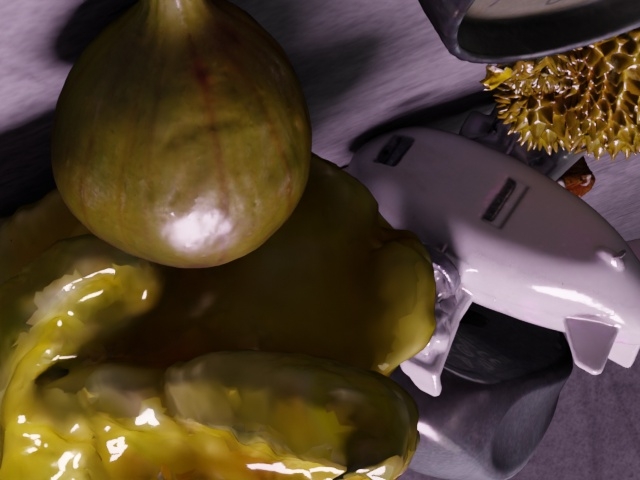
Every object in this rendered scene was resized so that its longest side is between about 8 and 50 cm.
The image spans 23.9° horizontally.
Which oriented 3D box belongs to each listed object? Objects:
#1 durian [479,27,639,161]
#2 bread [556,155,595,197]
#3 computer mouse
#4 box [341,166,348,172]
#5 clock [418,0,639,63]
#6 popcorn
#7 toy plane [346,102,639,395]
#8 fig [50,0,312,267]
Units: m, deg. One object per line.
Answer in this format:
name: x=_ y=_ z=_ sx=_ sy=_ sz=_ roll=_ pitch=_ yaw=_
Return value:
durian: x=0.183 y=-0.104 z=1.001 sx=0.208 sy=0.102 sz=0.146 roll=-6 pitch=166 yaw=-44
bread: x=0.146 y=-0.045 z=1.271 sx=0.160 sy=0.073 sz=0.160 roll=-25 pitch=170 yaw=-5
computer mouse: x=0.092 y=0.104 z=1.229 sx=0.114 sy=0.203 sz=0.374 roll=-61 pitch=163 yaw=16
box: x=0.000 y=0.000 z=1.235 sx=0.141 sy=0.058 sz=0.201 roll=-18 pitch=169 yaw=-21
clock: x=0.175 y=-0.174 z=0.763 sx=0.280 sy=0.055 sz=0.280 roll=-21 pitch=169 yaw=-4
popcorn: x=-0.088 y=0.070 z=0.859 sx=0.325 sy=0.290 sz=0.321 roll=-14 pitch=155 yaw=-30
toy plane: x=0.130 y=0.003 z=1.081 sx=0.252 sy=0.252 sz=0.118 roll=-19 pitch=152 yaw=-16
fig: x=-0.070 y=-0.083 z=0.667 sx=0.124 sy=0.124 sz=0.236 roll=-20 pitch=144 yaw=-9
